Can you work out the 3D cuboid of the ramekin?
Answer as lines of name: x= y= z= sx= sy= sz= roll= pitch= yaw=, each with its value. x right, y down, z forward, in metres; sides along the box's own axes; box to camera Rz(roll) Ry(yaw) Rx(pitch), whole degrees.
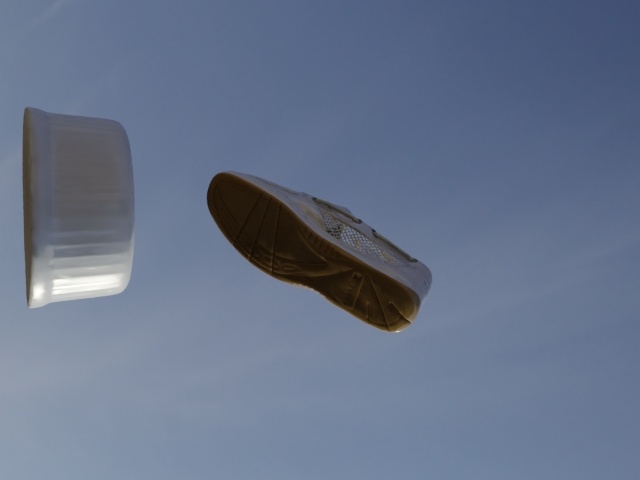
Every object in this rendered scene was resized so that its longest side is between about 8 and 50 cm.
ramekin: x=-0.344 y=-0.046 z=1.177 sx=0.277 sy=0.135 sz=0.277 roll=178 pitch=-90 yaw=-69

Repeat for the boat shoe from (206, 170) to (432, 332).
boat shoe: x=0.000 y=0.000 z=0.955 sx=0.277 sy=0.096 sz=0.098 roll=33 pitch=-51 yaw=9
